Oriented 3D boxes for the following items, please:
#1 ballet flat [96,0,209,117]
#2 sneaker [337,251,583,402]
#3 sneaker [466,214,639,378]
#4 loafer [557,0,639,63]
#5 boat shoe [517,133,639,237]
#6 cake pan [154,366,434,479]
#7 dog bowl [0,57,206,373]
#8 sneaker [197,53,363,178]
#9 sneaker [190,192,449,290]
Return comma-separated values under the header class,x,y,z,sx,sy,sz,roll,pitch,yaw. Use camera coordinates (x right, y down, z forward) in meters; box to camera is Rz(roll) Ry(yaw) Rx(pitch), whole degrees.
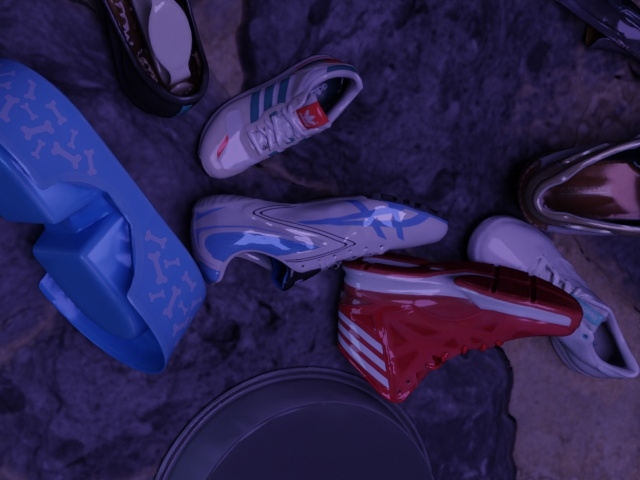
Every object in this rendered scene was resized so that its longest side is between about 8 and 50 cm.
class,x,y,z,sx,sy,sz,roll,pitch,yaw
ballet flat,-0.148,-0.234,1.491,0.095,0.096,0.280,-26,109,-18
sneaker,0.121,0.088,1.667,0.221,0.087,0.128,12,108,6
sneaker,0.229,0.055,1.719,0.212,0.094,0.080,43,82,-25
loafer,0.274,-0.203,1.720,0.061,0.062,0.170,-39,111,11
boat shoe,0.333,-0.049,1.672,0.302,0.103,0.113,-9,97,6
cake pan,-0.016,0.263,1.668,0.293,0.054,0.293,-5,101,-23
dog bowl,-0.203,-0.023,1.475,0.074,0.166,0.297,-47,115,-23
sneaker,-0.033,-0.107,1.579,0.161,0.075,0.057,-34,112,-16
sneaker,0.000,0.000,1.607,0.237,0.085,0.086,-2,89,-19
